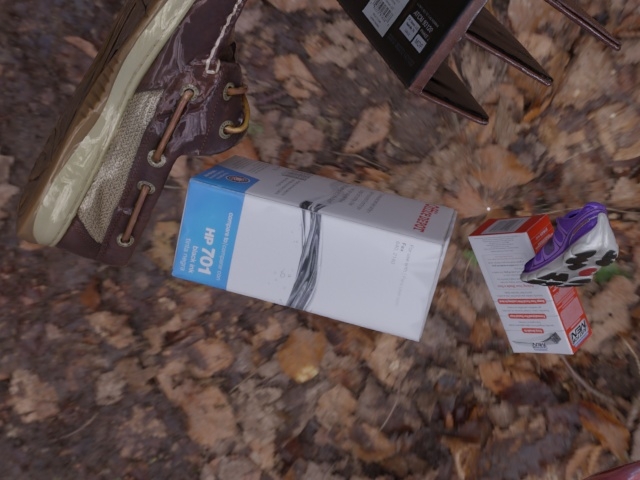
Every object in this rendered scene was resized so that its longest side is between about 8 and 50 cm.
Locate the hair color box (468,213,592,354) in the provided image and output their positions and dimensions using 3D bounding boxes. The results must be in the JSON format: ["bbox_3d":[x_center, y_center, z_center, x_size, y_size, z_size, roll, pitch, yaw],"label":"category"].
[{"bbox_3d":[0.255,0.054,1.384,0.093,0.053,0.167,-4,114,49],"label":"hair color box"}]

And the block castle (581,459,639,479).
[{"bbox_3d":[0.266,0.308,0.543,0.453,0.213,0.303,22,71,-18],"label":"block castle"}]

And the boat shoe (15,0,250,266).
[{"bbox_3d":[-0.108,-0.115,0.873,0.123,0.123,0.342,27,113,-22],"label":"boat shoe"}]

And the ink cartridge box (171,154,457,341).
[{"bbox_3d":[0.000,0.000,0.874,0.190,0.139,0.082,16,104,7],"label":"ink cartridge box"}]

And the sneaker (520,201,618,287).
[{"bbox_3d":[0.274,0.007,1.245,0.068,0.170,0.071,7,69,-16],"label":"sneaker"}]

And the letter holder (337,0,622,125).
[{"bbox_3d":[0.153,-0.257,1.234,0.214,0.302,0.152,21,116,-36],"label":"letter holder"}]
